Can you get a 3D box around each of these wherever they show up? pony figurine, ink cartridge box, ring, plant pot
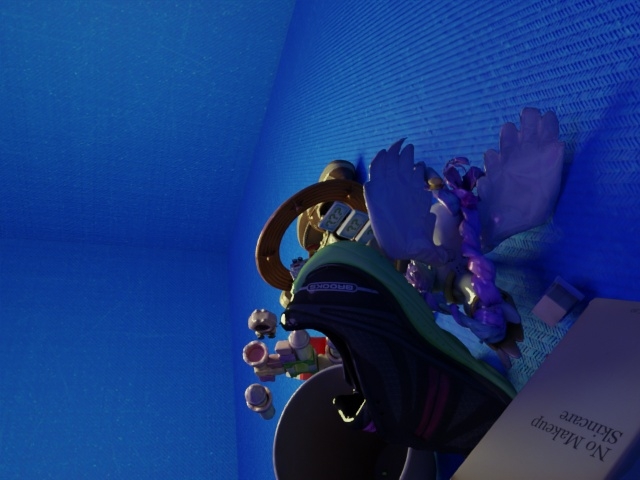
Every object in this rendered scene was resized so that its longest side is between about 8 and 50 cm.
[{"bbox_3d":[0.208,-0.017,0.899,0.363,0.302,0.351,-125,23,-72],"label":"pony figurine"},{"bbox_3d":[-0.041,0.372,1.805,0.231,0.078,0.134,153,120,-68],"label":"ink cartridge box"},{"bbox_3d":[0.000,0.000,1.390,0.032,0.336,0.337,49,134,41],"label":"ring"},{"bbox_3d":[0.098,0.385,1.011,0.256,0.274,0.256,-18,52,25],"label":"plant pot"}]

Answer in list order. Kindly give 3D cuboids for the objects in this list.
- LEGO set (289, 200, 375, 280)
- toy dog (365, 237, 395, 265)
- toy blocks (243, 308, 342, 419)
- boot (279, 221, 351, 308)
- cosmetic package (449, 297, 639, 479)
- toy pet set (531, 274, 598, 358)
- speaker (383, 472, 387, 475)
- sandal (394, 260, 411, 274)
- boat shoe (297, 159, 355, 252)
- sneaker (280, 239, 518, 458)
[{"bbox_3d":[0.038,0.034,1.378,0.244,0.182,0.060,-52,45,20],"label":"LEGO set"},{"bbox_3d":[0.096,0.135,1.287,0.334,0.161,0.220,-113,37,-55],"label":"toy dog"},{"bbox_3d":[-0.062,0.276,1.473,0.260,0.288,0.309,76,-173,-55],"label":"toy blocks"},{"bbox_3d":[0.000,0.069,1.559,0.095,0.262,0.203,39,132,16],"label":"boot"},{"bbox_3d":[0.269,0.206,0.554,0.309,0.113,0.160,-44,13,-16],"label":"cosmetic package"},{"bbox_3d":[0.343,0.110,0.759,0.114,0.065,0.122,43,140,22],"label":"toy pet set"},{"bbox_3d":[0.110,0.438,1.243,0.131,0.131,0.296,127,144,-59],"label":"speaker"},{"bbox_3d":[0.190,0.014,1.183,0.060,0.090,0.219,-27,46,36],"label":"sandal"},{"bbox_3d":[0.020,-0.071,1.675,0.123,0.123,0.342,-102,30,-44],"label":"boat shoe"},{"bbox_3d":[0.133,0.220,0.820,0.202,0.483,0.185,-45,-4,-14],"label":"sneaker"}]
